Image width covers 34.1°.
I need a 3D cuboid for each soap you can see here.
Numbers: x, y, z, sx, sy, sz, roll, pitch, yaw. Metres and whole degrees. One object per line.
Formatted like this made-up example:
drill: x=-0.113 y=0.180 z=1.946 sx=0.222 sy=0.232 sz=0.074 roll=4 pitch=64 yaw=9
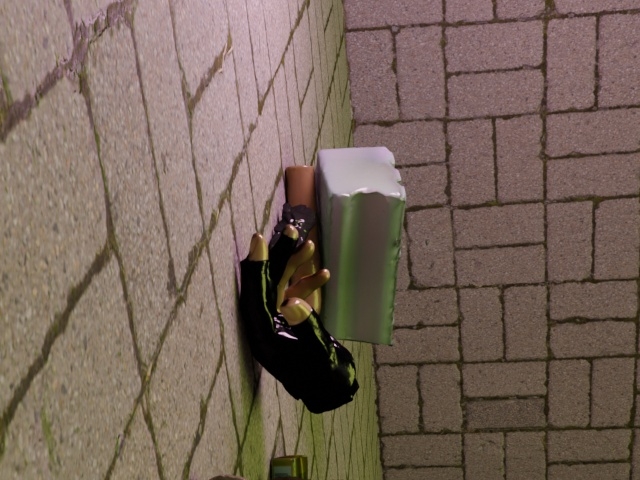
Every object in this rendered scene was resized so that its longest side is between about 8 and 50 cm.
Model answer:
soap: x=0.065 y=0.033 z=2.110 sx=0.261 sy=0.156 sz=0.446 roll=-103 pitch=-168 yaw=-55

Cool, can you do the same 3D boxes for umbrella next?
umbrella: x=-0.053 y=0.008 z=1.804 sx=0.235 sy=0.066 sz=0.059 roll=-76 pitch=168 yaw=-59

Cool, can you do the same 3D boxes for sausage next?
sausage: x=-0.032 y=0.003 z=2.002 sx=0.066 sy=0.066 sz=0.301 roll=29 pitch=60 yaw=-82

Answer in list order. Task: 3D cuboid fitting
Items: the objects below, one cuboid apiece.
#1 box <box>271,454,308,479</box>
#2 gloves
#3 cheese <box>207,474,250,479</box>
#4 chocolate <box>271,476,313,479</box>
box: x=-0.047 y=0.517 z=1.740 sx=0.173 sy=0.043 sz=0.311 roll=53 pitch=34 yaw=-78
gloves: x=-0.037 y=0.121 z=1.538 sx=0.197 sy=0.152 sz=0.301 roll=-135 pitch=-148 yaw=-68
cheese: x=-0.099 y=0.406 z=1.192 sx=0.163 sy=0.082 sz=0.286 roll=-81 pitch=169 yaw=-57
chocolate: x=-0.018 y=0.464 z=1.587 sx=0.148 sy=0.093 sz=0.214 roll=-76 pitch=152 yaw=-45
